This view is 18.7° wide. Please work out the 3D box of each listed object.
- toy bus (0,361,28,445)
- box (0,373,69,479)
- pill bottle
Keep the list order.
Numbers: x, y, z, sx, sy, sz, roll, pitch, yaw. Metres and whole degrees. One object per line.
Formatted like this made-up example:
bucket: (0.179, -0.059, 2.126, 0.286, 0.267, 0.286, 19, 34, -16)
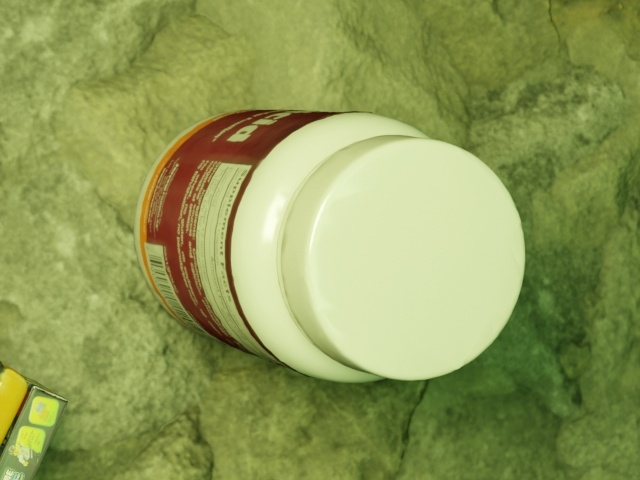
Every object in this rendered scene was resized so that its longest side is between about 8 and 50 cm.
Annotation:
toy bus: (-0.420, 0.090, 1.637, 0.333, 0.130, 0.108, 28, 82, -22)
box: (-0.294, 0.220, 1.710, 0.036, 0.114, 0.207, 27, 84, -23)
pill bottle: (0.000, 0.000, 1.664, 0.224, 0.392, 0.224, -2, 95, -23)
